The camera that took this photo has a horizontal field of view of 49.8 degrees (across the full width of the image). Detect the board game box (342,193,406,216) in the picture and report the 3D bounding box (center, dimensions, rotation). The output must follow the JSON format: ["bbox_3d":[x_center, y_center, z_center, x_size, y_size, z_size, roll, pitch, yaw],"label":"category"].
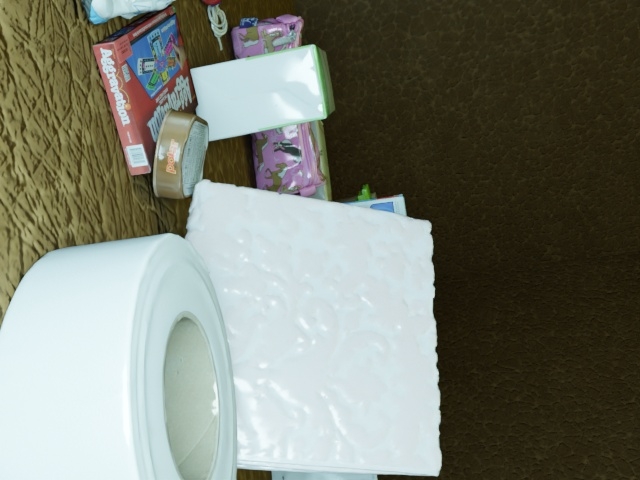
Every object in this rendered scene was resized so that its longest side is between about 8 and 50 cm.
[{"bbox_3d":[-0.015,0.109,0.947,0.086,0.302,0.308,71,13,-65],"label":"board game box"}]

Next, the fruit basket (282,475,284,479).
[{"bbox_3d":[-0.036,0.594,1.054,0.353,0.166,0.326,-140,-139,-75],"label":"fruit basket"}]

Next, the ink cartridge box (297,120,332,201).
[{"bbox_3d":[-0.038,-0.217,2.069,0.207,0.117,0.282,11,72,-84],"label":"ink cartridge box"}]

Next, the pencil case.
[{"bbox_3d":[-0.087,-0.280,1.480,0.167,0.160,0.385,-72,154,-79],"label":"pencil case"}]

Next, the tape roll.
[{"bbox_3d":[-0.151,0.137,0.578,0.286,0.100,0.286,-8,90,-84],"label":"tape roll"}]

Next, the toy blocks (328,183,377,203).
[{"bbox_3d":[0.000,0.000,1.561,0.381,0.261,0.190,-69,146,-69],"label":"toy blocks"}]

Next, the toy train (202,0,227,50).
[{"bbox_3d":[-0.143,-0.467,1.238,0.105,0.144,0.248,-91,171,-46],"label":"toy train"}]

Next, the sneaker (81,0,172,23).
[{"bbox_3d":[-0.200,-0.276,0.740,0.190,0.083,0.071,-79,162,-69],"label":"sneaker"}]

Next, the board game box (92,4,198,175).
[{"bbox_3d":[-0.205,-0.198,0.854,0.281,0.027,0.145,-87,169,-63],"label":"board game box"}]

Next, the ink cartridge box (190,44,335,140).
[{"bbox_3d":[-0.084,-0.262,1.220,0.353,0.207,0.119,-71,151,-76],"label":"ink cartridge box"}]

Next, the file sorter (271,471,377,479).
[{"bbox_3d":[0.007,0.382,1.367,0.173,0.193,0.277,75,9,-67],"label":"file sorter"}]

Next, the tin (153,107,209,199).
[{"bbox_3d":[-0.168,-0.102,0.848,0.189,0.040,0.106,-107,-150,-84],"label":"tin"}]

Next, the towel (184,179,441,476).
[{"bbox_3d":[-0.015,0.102,0.815,0.053,0.317,0.331,121,-25,-61],"label":"towel"}]
